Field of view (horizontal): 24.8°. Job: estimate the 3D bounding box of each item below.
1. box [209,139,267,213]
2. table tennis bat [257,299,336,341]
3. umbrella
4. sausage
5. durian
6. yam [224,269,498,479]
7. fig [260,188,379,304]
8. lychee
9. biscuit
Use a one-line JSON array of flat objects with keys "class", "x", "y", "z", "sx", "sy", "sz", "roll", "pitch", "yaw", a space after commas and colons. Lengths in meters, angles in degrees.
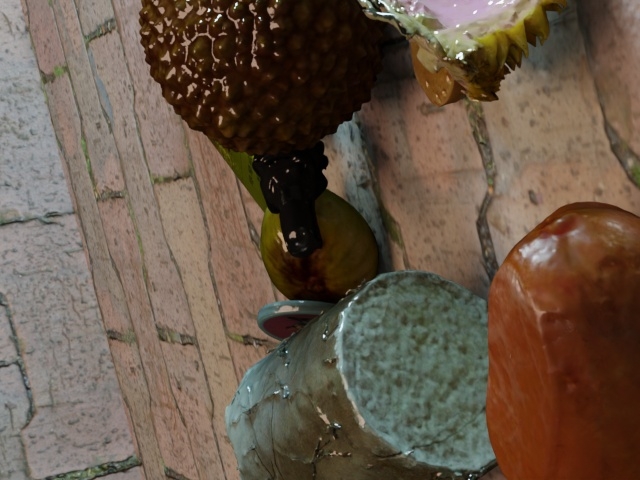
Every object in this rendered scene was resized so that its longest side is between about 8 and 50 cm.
[{"class": "box", "x": -0.102, "y": -0.167, "z": 1.904, "sx": 0.311, "sy": 0.043, "sz": 0.173, "roll": -129, "pitch": 31, "yaw": -48}, {"class": "table tennis bat", "x": 0.009, "y": 0.112, "z": 1.693, "sx": 0.244, "sy": 0.153, "sz": 0.040, "roll": 73, "pitch": -157, "yaw": -69}, {"class": "umbrella", "x": -0.039, "y": -0.086, "z": 1.573, "sx": 0.340, "sy": 0.118, "sz": 0.118, "roll": -103, "pitch": 11, "yaw": -54}, {"class": "sausage", "x": 0.206, "y": 0.095, "z": 1.095, "sx": 0.153, "sy": 0.141, "sz": 0.268, "roll": -135, "pitch": 33, "yaw": -55}, {"class": "durian", "x": 0.090, "y": -0.210, "z": 1.180, "sx": 0.305, "sy": 0.185, "sz": 0.196, "roll": 47, "pitch": 169, "yaw": 34}, {"class": "yam", "x": 0.052, "y": 0.169, "z": 1.457, "sx": 0.241, "sy": 0.241, "sz": 0.348, "roll": 71, "pitch": 157, "yaw": 13}, {"class": "fig", "x": -0.004, "y": 0.008, "z": 1.628, "sx": 0.136, "sy": 0.120, "sz": 0.153, "roll": -18, "pitch": 99, "yaw": 37}, {"class": "lychee", "x": -0.048, "y": -0.221, "z": 1.439, "sx": 0.267, "sy": 0.267, "sz": 0.267, "roll": 165, "pitch": 90, "yaw": -71}, {"class": "biscuit", "x": 0.117, "y": -0.184, "z": 1.321, "sx": 0.118, "sy": 0.023, "sz": 0.140, "roll": 54, "pitch": 151, "yaw": 42}]
